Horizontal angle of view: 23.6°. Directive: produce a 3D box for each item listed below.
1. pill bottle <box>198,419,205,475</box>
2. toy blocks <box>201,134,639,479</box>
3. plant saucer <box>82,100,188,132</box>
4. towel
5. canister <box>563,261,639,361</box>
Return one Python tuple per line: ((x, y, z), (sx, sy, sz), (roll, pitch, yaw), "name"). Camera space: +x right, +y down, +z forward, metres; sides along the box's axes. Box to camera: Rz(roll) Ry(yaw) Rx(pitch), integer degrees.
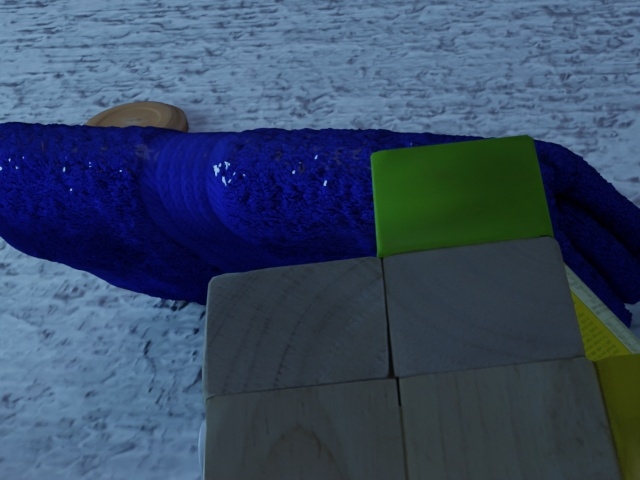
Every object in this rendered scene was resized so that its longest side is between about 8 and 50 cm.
((-0.015, 0.099, 0.738), (0.083, 0.043, 0.043), (-4, 31, 12), "pill bottle")
((0.037, 0.193, 0.381), (0.191, 0.261, 0.381), (-7, 39, 3), "toy blocks")
((-0.137, -0.080, 1.104), (0.083, 0.013, 0.083), (-9, 31, 5), "plant saucer")
((0.000, 0.000, 0.781), (0.308, 0.076, 0.228), (3, -8, 26), "towel")
((0.104, 0.096, 0.597), (0.126, 0.073, 0.170), (-31, 70, -32), "canister")
